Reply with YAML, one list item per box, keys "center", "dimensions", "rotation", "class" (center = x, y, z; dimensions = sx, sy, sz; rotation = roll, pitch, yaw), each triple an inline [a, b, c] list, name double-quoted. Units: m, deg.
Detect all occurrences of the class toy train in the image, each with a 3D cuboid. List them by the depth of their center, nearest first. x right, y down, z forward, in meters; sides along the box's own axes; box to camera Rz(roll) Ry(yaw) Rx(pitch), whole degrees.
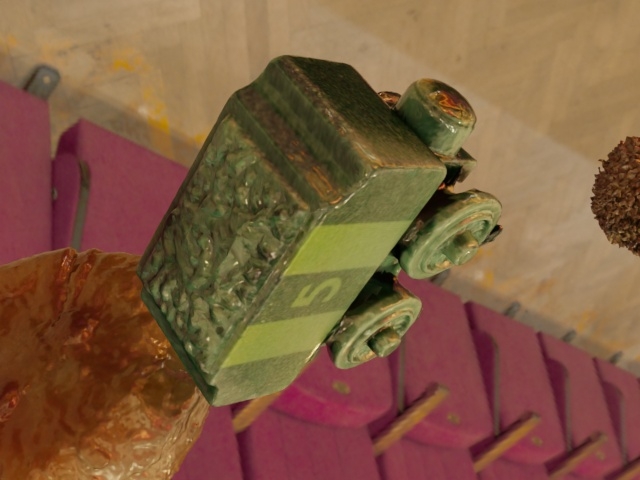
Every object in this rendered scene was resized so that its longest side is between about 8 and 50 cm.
- center: [0.000, 0.000, 0.687]
  dimensions: [0.238, 0.167, 0.299]
  rotation: [-5, 137, -47]
  class: "toy train"

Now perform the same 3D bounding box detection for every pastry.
- center: [-0.255, 0.150, 0.837]
  dimensions: [0.329, 0.330, 0.136]
  rotation: [-24, 142, -4]
  class: "pastry"

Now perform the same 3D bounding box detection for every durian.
- center: [0.421, -0.057, 0.996]
  dimensions: [0.196, 0.167, 0.196]
  rotation: [-23, 168, -5]
  class: "durian"
